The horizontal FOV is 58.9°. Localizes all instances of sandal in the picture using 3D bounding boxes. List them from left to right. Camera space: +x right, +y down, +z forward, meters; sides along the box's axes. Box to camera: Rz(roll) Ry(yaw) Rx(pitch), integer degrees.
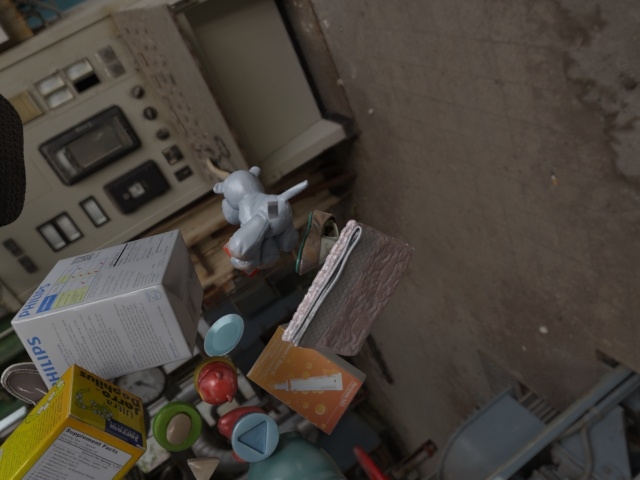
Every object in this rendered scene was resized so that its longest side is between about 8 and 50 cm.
[{"bbox_3d":[-0.743,-0.169,1.252,0.167,0.107,0.445,59,-174,-46],"label":"sandal"}]

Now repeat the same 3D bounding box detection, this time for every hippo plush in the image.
[{"bbox_3d":[-0.203,-0.075,1.552,0.236,0.234,0.294,42,149,24],"label":"hippo plush"}]

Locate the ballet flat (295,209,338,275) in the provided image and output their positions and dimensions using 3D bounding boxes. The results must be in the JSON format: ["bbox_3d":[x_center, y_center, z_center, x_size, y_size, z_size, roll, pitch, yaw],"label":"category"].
[{"bbox_3d":[0.000,0.000,1.726,0.316,0.106,0.107,-76,-6,-54],"label":"ballet flat"}]

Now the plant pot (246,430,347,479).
[{"bbox_3d":[-0.094,0.679,1.633,0.196,0.293,0.293,57,170,35],"label":"plant pot"}]

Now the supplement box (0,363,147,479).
[{"bbox_3d":[-0.576,0.490,1.243,0.194,0.356,0.195,40,-177,-29],"label":"supplement box"}]

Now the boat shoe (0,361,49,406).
[{"bbox_3d":[-0.711,0.429,1.567,0.324,0.116,0.097,31,169,-24],"label":"boat shoe"}]

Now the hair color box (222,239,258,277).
[{"bbox_3d":[-0.278,0.062,1.974,0.141,0.043,0.072,45,-179,40],"label":"hair color box"}]

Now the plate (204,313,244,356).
[{"bbox_3d":[-0.367,0.370,2.191,0.024,0.188,0.188,50,174,-39],"label":"plate"}]

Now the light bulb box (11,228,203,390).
[{"bbox_3d":[-0.525,0.170,1.486,0.358,0.361,0.225,-105,0,-67],"label":"light bulb box"}]

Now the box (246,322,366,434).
[{"bbox_3d":[-0.044,0.474,1.983,0.345,0.215,0.168,32,180,10],"label":"box"}]

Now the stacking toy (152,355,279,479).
[{"bbox_3d":[-0.274,0.499,1.499,0.309,0.279,0.130,54,164,-12],"label":"stacking toy"}]

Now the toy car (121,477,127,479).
[{"bbox_3d":[-0.600,0.743,1.611,0.159,0.136,0.182,55,143,32],"label":"toy car"}]

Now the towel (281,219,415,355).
[{"bbox_3d":[0.084,0.129,1.390,0.053,0.331,0.317,34,-173,35],"label":"towel"}]
